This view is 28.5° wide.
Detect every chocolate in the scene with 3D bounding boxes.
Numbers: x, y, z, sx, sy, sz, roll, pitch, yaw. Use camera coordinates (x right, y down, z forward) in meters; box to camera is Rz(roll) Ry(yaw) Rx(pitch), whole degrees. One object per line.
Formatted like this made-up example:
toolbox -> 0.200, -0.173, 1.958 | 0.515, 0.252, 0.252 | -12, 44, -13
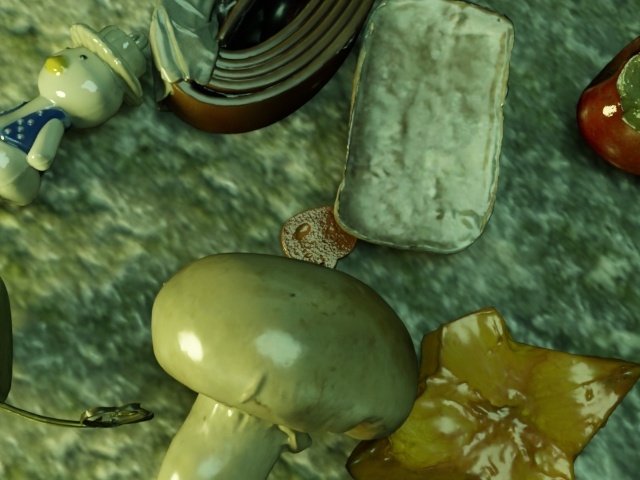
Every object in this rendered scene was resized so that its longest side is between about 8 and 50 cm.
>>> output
chocolate -> 0.116, -0.132, 1.471 | 0.185, 0.100, 0.303 | 12, 78, -12

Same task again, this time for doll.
doll -> -0.301, -0.136, 1.395 | 0.293, 0.138, 0.119 | -44, 126, -15

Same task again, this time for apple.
apple -> 0.395, -0.150, 1.505 | 0.158, 0.147, 0.156 | 43, 40, -6

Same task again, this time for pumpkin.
pumpkin -> 0.194, 0.197, 1.394 | 0.290, 0.095, 0.258 | 23, 63, -4

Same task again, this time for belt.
belt -> -0.063, -0.274, 1.470 | 0.217, 0.122, 0.338 | 38, 72, 1

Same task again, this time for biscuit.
biscuit -> 0.000, 0.000, 1.460 | 0.091, 0.015, 0.078 | -13, 79, -12

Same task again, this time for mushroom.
mushroom -> -0.052, 0.160, 1.286 | 0.293, 0.292, 0.290 | 17, 90, -5

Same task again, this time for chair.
chair -> -0.339, 0.114, 1.303 | 0.326, 0.160, 0.170 | -1, 76, -6
